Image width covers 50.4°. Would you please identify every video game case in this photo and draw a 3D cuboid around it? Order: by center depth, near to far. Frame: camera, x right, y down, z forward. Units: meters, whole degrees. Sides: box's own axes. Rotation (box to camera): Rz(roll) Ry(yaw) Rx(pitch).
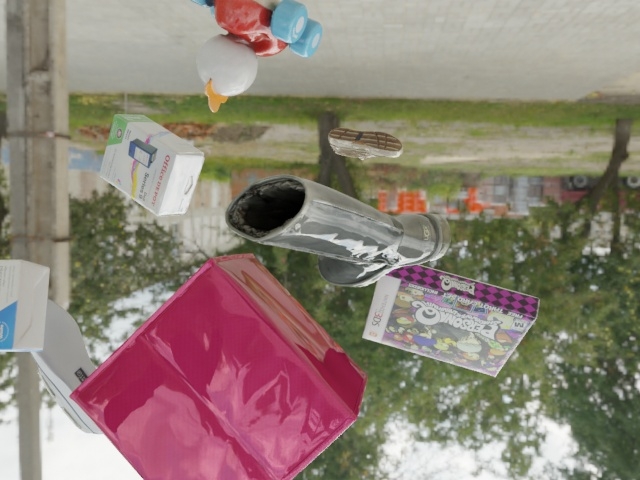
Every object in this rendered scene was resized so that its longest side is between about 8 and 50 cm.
[{"bbox_3d":[0.191,0.122,1.053,0.232,0.041,0.210,16,146,5],"label":"video game case"}]

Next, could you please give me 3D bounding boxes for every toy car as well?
[{"bbox_3d":[-0.154,-0.351,1.272,0.219,0.237,0.210,27,-172,12],"label":"toy car"}]

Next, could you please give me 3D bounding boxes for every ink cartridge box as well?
[{"bbox_3d":[-0.540,0.101,1.032,0.231,0.134,0.078,-2,169,11],"label":"ink cartridge box"},{"bbox_3d":[-0.375,-0.168,1.504,0.212,0.154,0.093,32,-158,25],"label":"ink cartridge box"}]

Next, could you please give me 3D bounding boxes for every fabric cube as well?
[{"bbox_3d":[-0.119,0.197,0.921,0.258,0.259,0.254,46,-174,3],"label":"fabric cube"}]

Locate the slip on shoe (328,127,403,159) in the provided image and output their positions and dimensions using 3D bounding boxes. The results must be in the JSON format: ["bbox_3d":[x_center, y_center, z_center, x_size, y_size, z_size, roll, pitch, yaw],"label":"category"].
[{"bbox_3d":[0.077,-0.156,1.147,0.136,0.041,0.051,12,-134,23],"label":"slip on shoe"}]

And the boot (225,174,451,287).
[{"bbox_3d":[-0.001,-0.002,0.653,0.209,0.075,0.190,2,161,-43],"label":"boot"}]

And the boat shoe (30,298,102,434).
[{"bbox_3d":[-0.450,0.227,1.195,0.088,0.267,0.096,-21,-162,33],"label":"boat shoe"}]
